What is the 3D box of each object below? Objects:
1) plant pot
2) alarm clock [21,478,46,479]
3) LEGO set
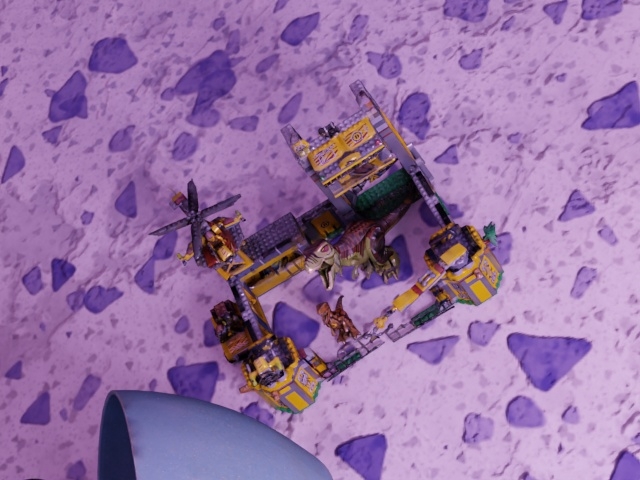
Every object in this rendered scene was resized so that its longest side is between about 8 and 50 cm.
[{"bbox_3d":[-0.088,0.277,1.464,0.195,0.290,0.290,-2,54,-15],"label":"plant pot"},{"bbox_3d":[-0.312,0.312,1.665,0.192,0.064,0.129,14,70,31],"label":"alarm clock"},{"bbox_3d":[0.000,0.000,1.602,0.331,0.192,0.255,-26,53,13],"label":"LEGO set"}]
